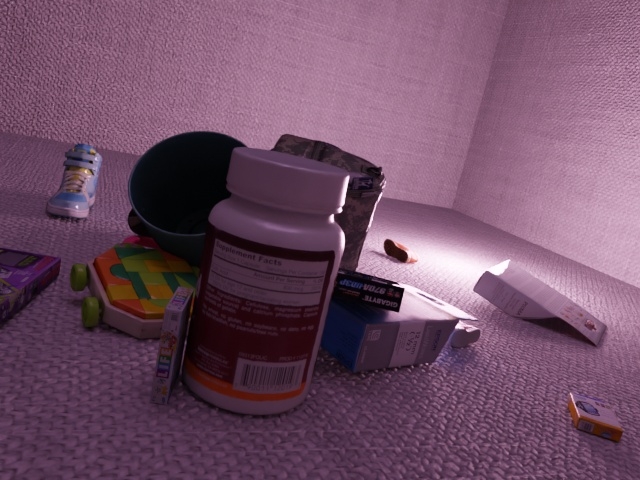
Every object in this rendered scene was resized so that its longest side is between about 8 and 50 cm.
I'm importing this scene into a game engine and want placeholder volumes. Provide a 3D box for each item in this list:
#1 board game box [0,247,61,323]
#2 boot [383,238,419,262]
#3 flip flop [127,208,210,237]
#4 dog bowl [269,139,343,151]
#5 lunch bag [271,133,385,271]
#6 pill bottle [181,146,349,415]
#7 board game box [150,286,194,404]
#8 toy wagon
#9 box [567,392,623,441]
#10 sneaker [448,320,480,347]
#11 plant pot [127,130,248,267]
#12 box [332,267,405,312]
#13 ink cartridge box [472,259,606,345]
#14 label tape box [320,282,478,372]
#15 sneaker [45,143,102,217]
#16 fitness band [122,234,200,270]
[{"bbox_3d":[-0.651,0.075,1.076,0.208,0.056,0.347,7,11,-8],"label":"board game box"},{"bbox_3d":[0.308,0.044,2.191,0.085,0.059,0.158,7,22,-39],"label":"boot"},{"bbox_3d":[-0.375,-0.031,1.528,0.277,0.112,0.080,12,-3,7],"label":"flip flop"},{"bbox_3d":[-0.043,-0.075,1.646,0.408,0.408,0.150,6,32,-27],"label":"dog bowl"},{"bbox_3d":[-0.007,-0.065,1.296,0.256,0.305,0.212,14,40,0],"label":"lunch bag"},{"bbox_3d":[-0.088,0.059,0.939,0.224,0.392,0.224,12,12,-3],"label":"pill bottle"},{"bbox_3d":[-0.231,0.161,0.895,0.026,0.154,0.103,11,12,-5],"label":"board game box"},{"bbox_3d":[-0.373,0.084,1.195,0.267,0.068,0.344,4,28,-37],"label":"toy wagon"},{"bbox_3d":[0.546,0.349,1.146,0.081,0.028,0.136,16,10,13],"label":"box"},{"bbox_3d":[0.334,0.228,1.413,0.070,0.051,0.134,22,12,41],"label":"sneaker"},{"bbox_3d":[-0.277,-0.069,1.348,0.293,0.235,0.293,1,57,-2],"label":"plant pot"},{"bbox_3d":[0.071,0.090,1.137,0.175,0.051,0.220,14,0,3],"label":"box"},{"bbox_3d":[0.715,0.216,1.855,0.385,0.091,0.308,38,22,23],"label":"ink cartridge box"},{"bbox_3d":[0.142,0.181,1.290,0.348,0.115,0.249,6,14,-38],"label":"label tape box"},{"bbox_3d":[-0.768,-0.193,1.790,0.127,0.208,0.319,10,13,-19],"label":"sneaker"},{"bbox_3d":[-0.400,0.050,1.448,0.209,0.054,0.291,9,14,-19],"label":"fitness band"}]
